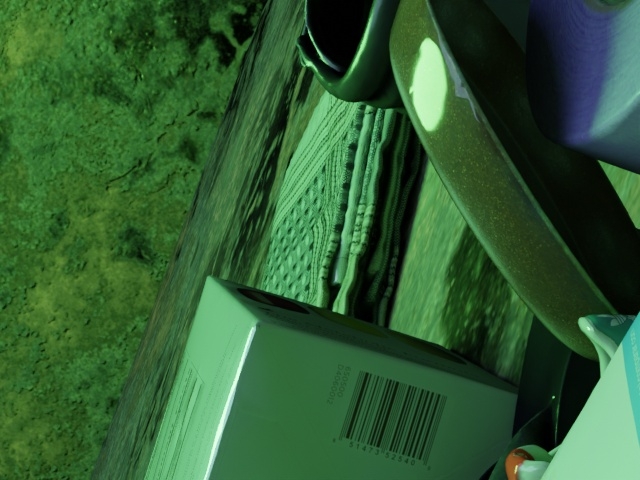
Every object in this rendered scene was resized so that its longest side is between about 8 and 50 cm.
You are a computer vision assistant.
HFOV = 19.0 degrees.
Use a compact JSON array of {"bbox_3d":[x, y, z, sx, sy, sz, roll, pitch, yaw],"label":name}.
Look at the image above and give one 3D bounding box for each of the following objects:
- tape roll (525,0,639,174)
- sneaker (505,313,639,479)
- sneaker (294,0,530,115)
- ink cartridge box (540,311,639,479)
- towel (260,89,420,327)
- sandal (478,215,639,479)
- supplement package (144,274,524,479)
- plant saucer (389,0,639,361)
[{"bbox_3d":[0.159,-0.146,0.604,0.275,0.090,0.275,-161,90,-81],"label":"tape roll"},{"bbox_3d":[0.085,0.098,0.594,0.057,0.075,0.161,-144,73,-81],"label":"sneaker"},{"bbox_3d":[0.061,-0.106,0.932,0.296,0.147,0.104,-132,59,-81],"label":"sneaker"},{"bbox_3d":[0.088,0.091,0.400,0.090,0.092,0.143,-89,21,-57],"label":"ink cartridge box"},{"bbox_3d":[0.000,0.000,1.372,0.324,0.056,0.312,126,161,-59],"label":"towel"},{"bbox_3d":[0.074,0.103,0.715,0.097,0.054,0.254,121,165,-54],"label":"sandal"},{"bbox_3d":[-0.001,0.105,0.892,0.244,0.139,0.134,-158,85,-80],"label":"supplement package"},{"bbox_3d":[0.072,-0.022,0.666,0.029,0.168,0.168,-33,22,15],"label":"plant saucer"}]
